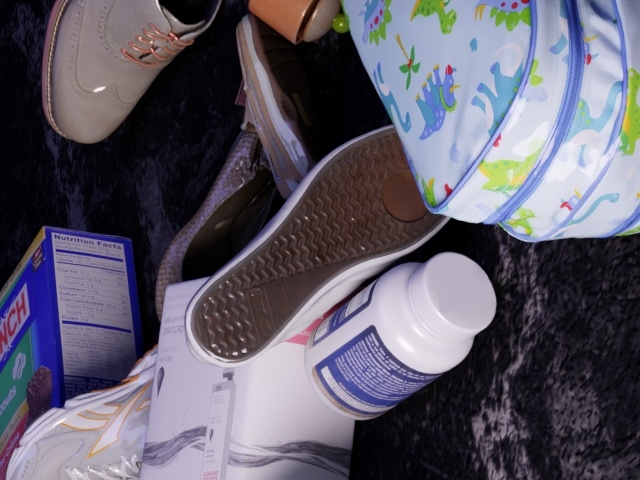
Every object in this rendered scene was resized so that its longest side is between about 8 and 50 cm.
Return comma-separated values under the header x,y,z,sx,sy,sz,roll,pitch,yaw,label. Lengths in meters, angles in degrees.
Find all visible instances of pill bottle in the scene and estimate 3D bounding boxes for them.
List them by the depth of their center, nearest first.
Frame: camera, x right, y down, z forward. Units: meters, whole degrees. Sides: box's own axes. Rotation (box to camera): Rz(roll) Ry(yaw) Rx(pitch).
x,y,z,sx,sy,sz,roll,pitch,yaw,label
0.067,0.075,1.499,0.169,0.094,0.094,-39,46,49,pill bottle

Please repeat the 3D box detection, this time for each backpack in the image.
x,y,z,sx,sy,sz,roll,pitch,yaw,label
0.153,-0.163,1.307,0.290,0.273,0.355,-48,64,43,backpack

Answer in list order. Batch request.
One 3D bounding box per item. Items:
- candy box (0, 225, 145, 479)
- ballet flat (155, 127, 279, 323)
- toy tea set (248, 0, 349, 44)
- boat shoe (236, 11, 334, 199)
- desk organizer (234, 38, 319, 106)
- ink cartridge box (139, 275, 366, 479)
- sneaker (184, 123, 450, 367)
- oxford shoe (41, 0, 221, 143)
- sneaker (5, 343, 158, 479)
x,y,z,sx,sy,sz,roll,pitch,yaw,label
-0.301,0.187,2.083,0.268,0.122,0.317,-52,36,40,candy box
-0.093,-0.005,1.839,0.250,0.084,0.058,-61,32,17,ballet flat
0.045,-0.316,1.684,0.200,0.124,0.336,-57,-7,-37,toy tea set
-0.050,-0.128,1.766,0.072,0.068,0.190,-33,63,30,boat shoe
-0.037,-0.188,1.839,0.050,0.047,0.130,32,107,57,desk organizer
-0.066,0.179,1.671,0.207,0.117,0.283,-12,68,58,ink cartridge box
0.000,0.000,1.536,0.106,0.290,0.123,54,168,1,sneaker
-0.203,-0.252,2.073,0.397,0.140,0.146,-62,39,30,oxford shoe
-0.192,0.203,1.816,0.262,0.099,0.121,-36,47,3,sneaker
